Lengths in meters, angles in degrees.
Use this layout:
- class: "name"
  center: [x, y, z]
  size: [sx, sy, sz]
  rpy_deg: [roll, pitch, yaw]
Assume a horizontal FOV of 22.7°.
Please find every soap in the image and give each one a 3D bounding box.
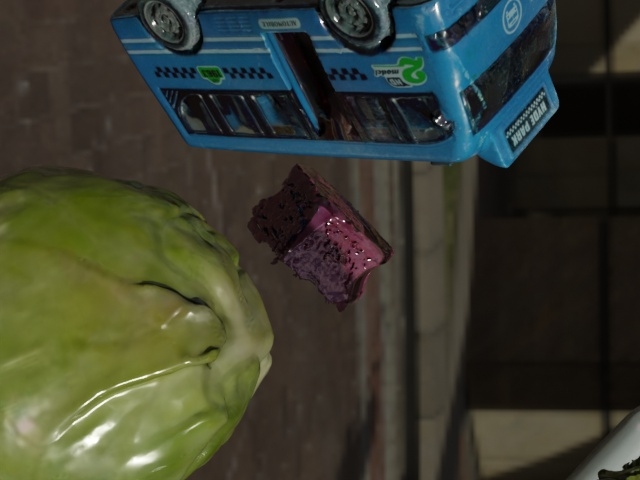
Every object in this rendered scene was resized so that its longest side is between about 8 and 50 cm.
- class: "soap"
  center: [0.000, 0.000, 1.844]
  size: [0.162, 0.099, 0.250]
  rpy_deg: [46, 6, 2]

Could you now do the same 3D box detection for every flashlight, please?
- class: "flashlight"
  center: [0.246, 0.225, 1.424]
  size: [0.093, 0.200, 0.047]
  rpy_deg: [34, 14, -44]

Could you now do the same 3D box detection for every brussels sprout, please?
- class: "brussels sprout"
  center: [-0.214, 0.086, 1.367]
  size: [0.247, 0.328, 0.328]
  rpy_deg: [141, -48, -73]

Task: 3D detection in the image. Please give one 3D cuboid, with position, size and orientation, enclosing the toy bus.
- class: "toy bus"
  center: [0.011, -0.115, 0.882]
  size: [0.113, 0.246, 0.134]
  rpy_deg: [-48, 127, -33]

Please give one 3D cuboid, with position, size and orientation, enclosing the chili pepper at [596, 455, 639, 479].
- class: "chili pepper"
  center: [0.154, 0.238, 1.031]
  size: [0.076, 0.085, 0.359]
  rpy_deg: [-105, -157, -45]
